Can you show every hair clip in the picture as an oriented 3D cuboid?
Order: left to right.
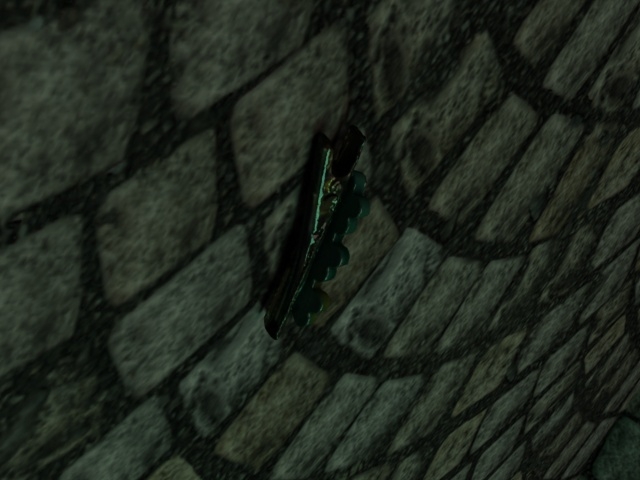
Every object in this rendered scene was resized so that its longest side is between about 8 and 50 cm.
[{"bbox_3d":[0.001,0.001,0.889,0.049,0.049,0.173,-24,142,-46],"label":"hair clip"}]
